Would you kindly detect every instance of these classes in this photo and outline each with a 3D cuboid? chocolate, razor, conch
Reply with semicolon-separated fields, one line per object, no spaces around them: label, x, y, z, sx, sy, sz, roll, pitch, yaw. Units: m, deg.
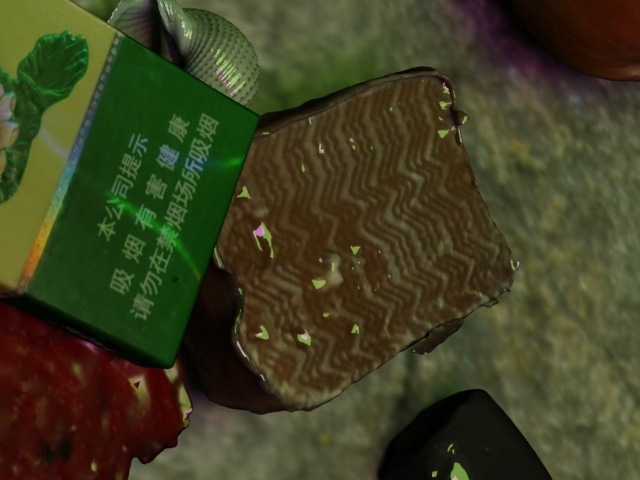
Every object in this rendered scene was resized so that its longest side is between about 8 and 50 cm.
chocolate;0.000;0.000;0.932;0.214;0.093;0.148;-24;95;-40
razor;0.101;0.161;1.009;0.090;0.054;0.148;-42;109;-40
conch;-0.075;-0.091;0.913;0.076;0.056;0.085;-43;89;-16

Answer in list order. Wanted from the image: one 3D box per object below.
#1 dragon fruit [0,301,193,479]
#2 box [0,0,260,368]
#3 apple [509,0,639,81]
dragon fruit;-0.223;0.059;0.731;0.343;0.100;0.282;-39;109;-45
box;-0.138;-0.047;0.743;0.235;0.034;0.132;31;71;-35
apple;0.221;-0.223;1.065;0.242;0.242;0.241;0;80;-39
